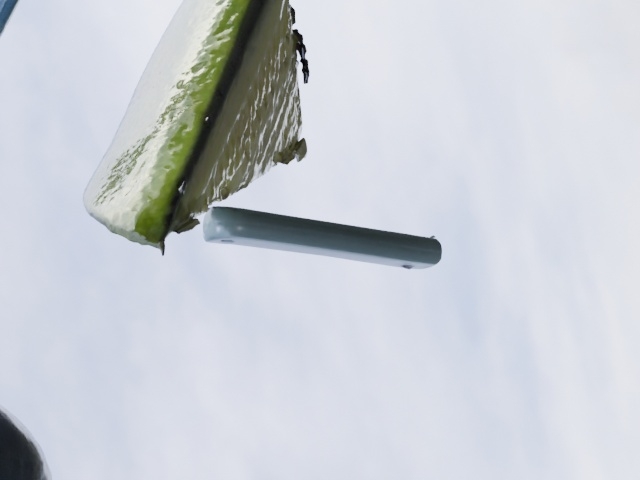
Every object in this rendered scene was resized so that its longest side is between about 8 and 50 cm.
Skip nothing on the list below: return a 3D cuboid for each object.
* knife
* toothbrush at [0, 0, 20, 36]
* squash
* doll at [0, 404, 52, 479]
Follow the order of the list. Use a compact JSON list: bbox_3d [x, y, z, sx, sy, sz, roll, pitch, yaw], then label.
[{"bbox_3d":[0.000,0.000,0.946,0.162,0.044,0.023,8,-105,-28],"label":"knife"},{"bbox_3d":[-0.153,-0.206,0.890,0.025,0.276,0.019,24,-159,-17],"label":"toothbrush"},{"bbox_3d":[-0.083,-0.042,0.908,0.169,0.093,0.252,83,-161,-48],"label":"squash"},{"bbox_3d":[-0.302,0.200,1.016,0.228,0.258,0.154,32,-141,-60],"label":"doll"}]
